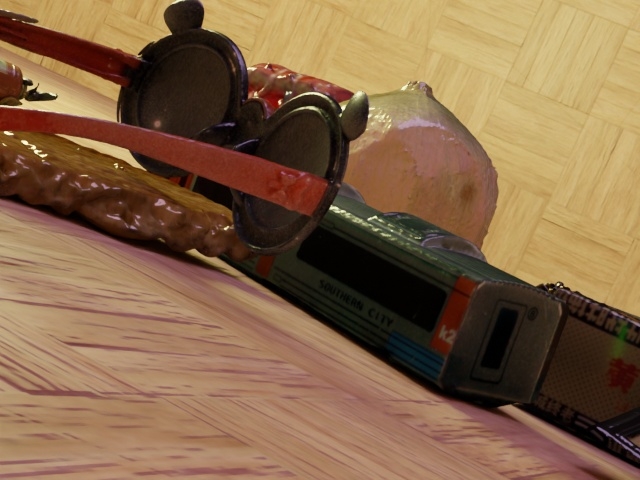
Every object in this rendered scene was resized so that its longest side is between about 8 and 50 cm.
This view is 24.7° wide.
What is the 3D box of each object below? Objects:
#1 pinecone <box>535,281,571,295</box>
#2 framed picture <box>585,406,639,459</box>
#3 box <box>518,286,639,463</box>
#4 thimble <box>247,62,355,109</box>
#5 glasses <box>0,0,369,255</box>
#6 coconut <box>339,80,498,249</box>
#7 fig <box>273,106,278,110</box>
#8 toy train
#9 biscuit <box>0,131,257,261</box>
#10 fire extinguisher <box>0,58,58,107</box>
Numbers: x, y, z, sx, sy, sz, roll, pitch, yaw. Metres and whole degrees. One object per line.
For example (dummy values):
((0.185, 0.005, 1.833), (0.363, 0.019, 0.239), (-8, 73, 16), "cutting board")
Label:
((0.248, 0.082, 1.542), (0.077, 0.083, 0.077), (-2, 38, 1), "pinecone")
((0.278, 0.129, 0.789), (0.199, 0.010, 0.195), (-12, 37, -39), "framed picture")
((0.271, 0.120, 1.040), (0.198, 0.084, 0.310), (26, 4, 23), "box")
((-0.030, -0.090, 1.526), (0.125, 0.163, 0.189), (25, -10, 22), "thimble")
((-0.130, -0.094, 0.811), (0.268, 0.118, 0.234), (18, 14, -42), "glasses")
((0.064, -0.049, 1.298), (0.194, 0.194, 0.194), (24, 3, -1), "coconut")
((-0.099, -0.070, 1.298), (0.117, 0.117, 0.177), (26, 19, 30), "fig")
((0.000, 0.000, 1.000), (0.086, 0.089, 0.409), (16, 9, -37), "toy train")
((-0.150, -0.037, 0.915), (0.144, 0.033, 0.224), (29, 8, 42), "biscuit")
((-0.356, -0.175, 1.494), (0.177, 0.050, 0.062), (22, -22, -35), "fire extinguisher")
